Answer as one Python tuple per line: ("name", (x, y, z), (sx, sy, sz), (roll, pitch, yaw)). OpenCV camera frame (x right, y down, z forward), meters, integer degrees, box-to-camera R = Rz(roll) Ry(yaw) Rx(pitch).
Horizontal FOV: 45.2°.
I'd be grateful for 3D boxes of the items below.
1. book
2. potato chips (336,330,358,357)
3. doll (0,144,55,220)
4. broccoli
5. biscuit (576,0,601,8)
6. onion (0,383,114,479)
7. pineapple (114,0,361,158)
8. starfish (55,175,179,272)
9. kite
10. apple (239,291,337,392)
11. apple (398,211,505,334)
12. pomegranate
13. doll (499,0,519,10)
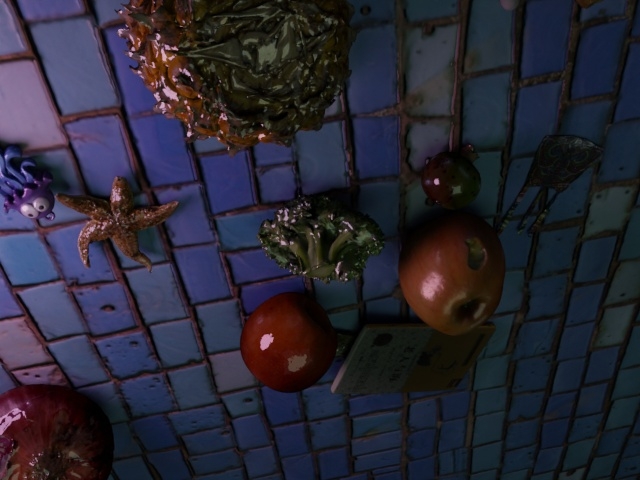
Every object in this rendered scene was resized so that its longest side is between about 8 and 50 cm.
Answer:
("book", (0.242, 0.307, 2.006), (0.389, 0.032, 0.269), (2, 132, -24))
("potato chips", (0.001, 0.291, 1.950), (0.220, 0.029, 0.202), (-24, 135, 10))
("doll", (-0.549, -0.108, 1.382), (0.110, 0.067, 0.206), (-33, 123, 5))
("broccoli", (-0.001, -0.002, 1.559), (0.226, 0.176, 0.198), (-9, 133, -27))
("biscuit", (0.534, -0.511, 1.257), (0.274, 0.091, 0.213), (-17, 138, 4))
("onion", (-0.674, 0.497, 1.834), (0.348, 0.285, 0.347), (-3, 96, -31))
("pineapple", (-0.118, -0.299, 1.098), (0.352, 0.300, 0.352), (-7, 111, -18))
("starfish", (-0.391, -0.035, 1.497), (0.236, 0.062, 0.277), (-29, 132, 13))
("kite", (0.490, -0.114, 1.695), (0.152, 0.015, 0.285), (10, 128, -20))
("apple", (-0.072, 0.232, 1.741), (0.201, 0.218, 0.218), (-41, 131, 15))
("apple", (0.292, 0.074, 1.663), (0.242, 0.241, 0.242), (-6, 134, -6))
("pomegranate", (0.264, -0.126, 1.556), (0.130, 0.130, 0.130), (-8, 135, -8))
("doll", (0.326, -0.475, 1.254), (0.161, 0.059, 0.160), (-32, 130, 28))
